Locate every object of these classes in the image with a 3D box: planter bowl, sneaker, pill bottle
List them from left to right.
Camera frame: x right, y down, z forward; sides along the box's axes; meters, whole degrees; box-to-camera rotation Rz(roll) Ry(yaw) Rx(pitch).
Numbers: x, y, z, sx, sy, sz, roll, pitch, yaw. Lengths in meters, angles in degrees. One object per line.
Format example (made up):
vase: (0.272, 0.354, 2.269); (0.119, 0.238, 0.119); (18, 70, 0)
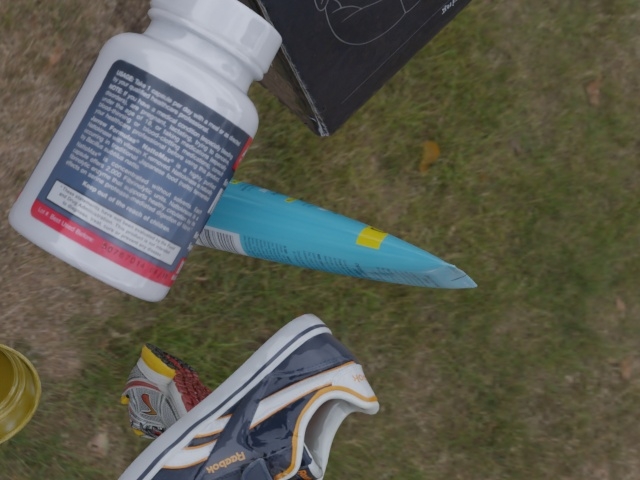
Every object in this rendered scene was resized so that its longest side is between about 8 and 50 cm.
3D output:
planter bowl: (-0.516, 0.199, 1.551); (0.217, 0.090, 0.217); (-12, 129, -16)
pill bottle: (-0.100, -0.064, 0.660); (0.108, 0.108, 0.180); (30, 88, -18)
sneaker: (-0.169, 0.205, 1.270); (0.088, 0.225, 0.093); (32, 90, -31)
sneaker: (-0.082, 0.222, 1.070); (0.321, 0.126, 0.127); (-44, 67, -5)

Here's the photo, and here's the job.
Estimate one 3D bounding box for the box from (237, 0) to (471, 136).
box: (0.037, -0.435, 1.110); (0.480, 0.472, 0.297); (-44, 68, -4)

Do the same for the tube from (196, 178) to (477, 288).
tube: (0.000, 0.000, 0.730); (0.207, 0.080, 0.052); (15, 89, 21)
